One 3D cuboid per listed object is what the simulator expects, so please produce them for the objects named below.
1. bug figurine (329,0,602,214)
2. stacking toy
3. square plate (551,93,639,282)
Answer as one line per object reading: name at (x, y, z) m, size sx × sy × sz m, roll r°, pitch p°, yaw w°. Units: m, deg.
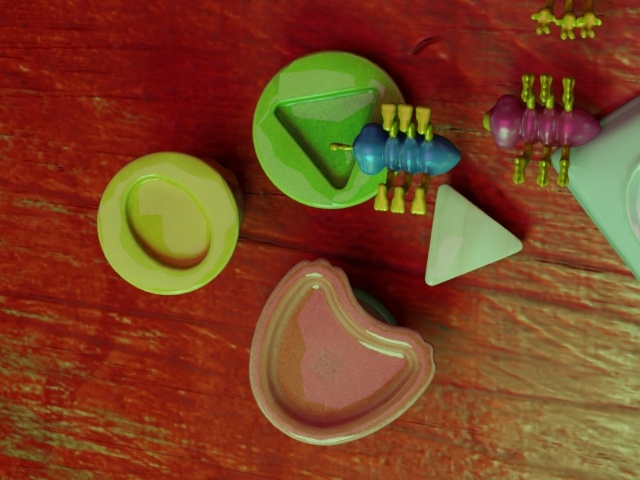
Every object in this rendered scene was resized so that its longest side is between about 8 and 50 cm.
bug figurine at (0.121, -0.155, 1.357) m, size 0.216 × 0.072 × 0.279 m, roll 10°, pitch 103°, yaw 17°
stacking toy at (0.000, 0.000, 1.494) m, size 0.279 × 0.130 × 0.309 m, roll -42°, pitch 88°, yaw 6°
square plate at (0.391, -0.007, 1.286) m, size 0.347 × 0.049 × 0.344 m, roll -35°, pitch 89°, yaw 33°
